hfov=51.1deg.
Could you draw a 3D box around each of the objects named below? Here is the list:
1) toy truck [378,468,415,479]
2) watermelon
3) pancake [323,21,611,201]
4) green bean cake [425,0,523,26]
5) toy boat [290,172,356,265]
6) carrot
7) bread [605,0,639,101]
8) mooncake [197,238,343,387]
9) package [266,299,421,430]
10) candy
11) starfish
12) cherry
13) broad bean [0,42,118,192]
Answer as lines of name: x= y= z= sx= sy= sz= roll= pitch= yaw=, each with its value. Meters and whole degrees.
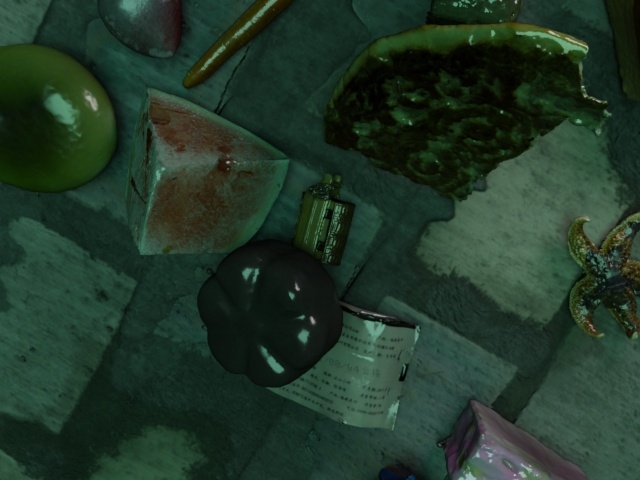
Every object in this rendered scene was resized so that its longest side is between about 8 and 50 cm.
toy truck: x=0.119 y=0.502 z=1.193 sx=0.208 sy=0.126 sz=0.113 roll=-43 pitch=96 yaw=7
watermelon: x=-0.197 y=-0.090 z=1.050 sx=0.261 sy=0.201 sz=0.213 roll=20 pitch=112 yaw=-5
pancake: x=0.191 y=-0.193 z=0.957 sx=0.304 sy=0.426 sz=0.067 roll=31 pitch=60 yaw=-18
green bean cake: x=0.232 y=-0.411 z=0.930 sx=0.132 sy=0.241 sz=0.255 roll=14 pitch=100 yaw=9
toy boat: x=0.000 y=0.000 z=1.116 sx=0.088 sy=0.068 sz=0.226 roll=18 pitch=101 yaw=20
carrot: x=-0.132 y=-0.329 z=1.076 sx=0.248 sy=0.043 sz=0.043 roll=-40 pitch=97 yaw=13
bread: x=0.583 y=-0.391 z=0.961 sx=0.332 sy=0.143 sz=0.324 roll=-19 pitch=101 yaw=7
mooncake: x=-0.085 y=0.118 z=1.082 sx=0.244 sy=0.133 sz=0.245 roll=9 pitch=109 yaw=27
package: x=0.031 y=0.207 z=1.168 sx=0.250 sy=0.062 sz=0.204 roll=16 pitch=99 yaw=7
candy: x=0.340 y=0.404 z=1.141 sx=0.265 sy=0.155 sz=0.116 roll=34 pitch=99 yaw=-4
starfish: x=0.485 y=0.048 z=1.105 sx=0.238 sy=0.071 sz=0.216 roll=42 pitch=96 yaw=-15
cherry: x=-0.249 y=-0.371 z=1.039 sx=0.188 sy=0.115 sz=0.148 roll=-30 pitch=79 yaw=4
broad bean: x=-0.472 y=-0.198 z=1.085 sx=0.290 sy=0.119 sz=0.238 roll=14 pitch=102 yaw=0
